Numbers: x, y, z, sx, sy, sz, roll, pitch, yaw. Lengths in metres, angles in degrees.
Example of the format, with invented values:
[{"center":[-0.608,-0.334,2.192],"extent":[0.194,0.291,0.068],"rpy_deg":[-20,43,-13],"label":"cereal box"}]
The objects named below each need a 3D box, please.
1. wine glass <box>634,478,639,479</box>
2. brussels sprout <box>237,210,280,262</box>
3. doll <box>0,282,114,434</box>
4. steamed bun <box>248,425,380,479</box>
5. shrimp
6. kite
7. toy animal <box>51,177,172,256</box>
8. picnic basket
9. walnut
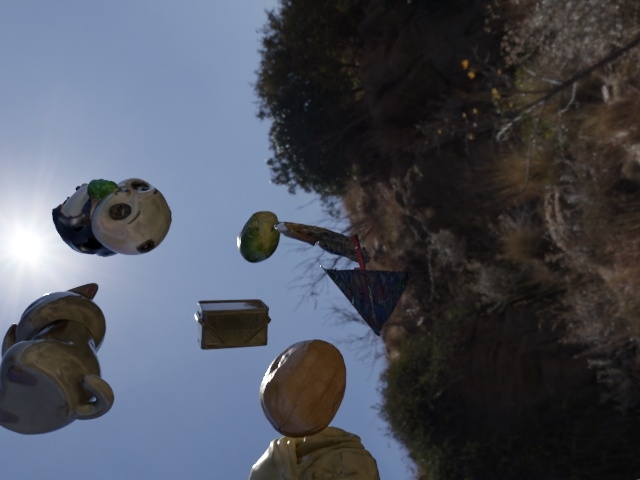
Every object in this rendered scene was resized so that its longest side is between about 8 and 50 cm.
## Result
[{"center":[0.382,0.281,0.500],"extent":[0.323,0.238,0.238],"rpy_deg":[-53,-57,-20],"label":"wine glass"},{"center":[-0.205,-0.007,1.845],"extent":[0.144,0.181,0.161],"rpy_deg":[36,-133,25],"label":"brussels sprout"},{"center":[-0.585,0.254,1.192],"extent":[0.226,0.215,0.370],"rpy_deg":[6,-156,-27],"label":"doll"},{"center":[0.000,0.566,1.314],"extent":[0.203,0.289,0.276],"rpy_deg":[-72,-35,-45],"label":"steamed bun"},{"center":[-0.001,0.002,1.206],"extent":[0.143,0.251,0.052],"rpy_deg":[0,-76,-50],"label":"shrimp"},{"center":[0.077,0.081,0.969],"extent":[0.009,0.232,0.189],"rpy_deg":[-17,-83,-38],"label":"kite"},{"center":[-0.517,-0.062,1.373],"extent":[0.212,0.266,0.213],"rpy_deg":[-9,-90,-66],"label":"toy animal"},{"center":[-0.315,0.296,1.957],"extent":[0.165,0.266,0.139],"rpy_deg":[-160,72,-69],"label":"picnic basket"},{"center":[-0.036,0.328,1.225],"extent":[0.193,0.193,0.226],"rpy_deg":[48,-116,-34],"label":"walnut"}]
